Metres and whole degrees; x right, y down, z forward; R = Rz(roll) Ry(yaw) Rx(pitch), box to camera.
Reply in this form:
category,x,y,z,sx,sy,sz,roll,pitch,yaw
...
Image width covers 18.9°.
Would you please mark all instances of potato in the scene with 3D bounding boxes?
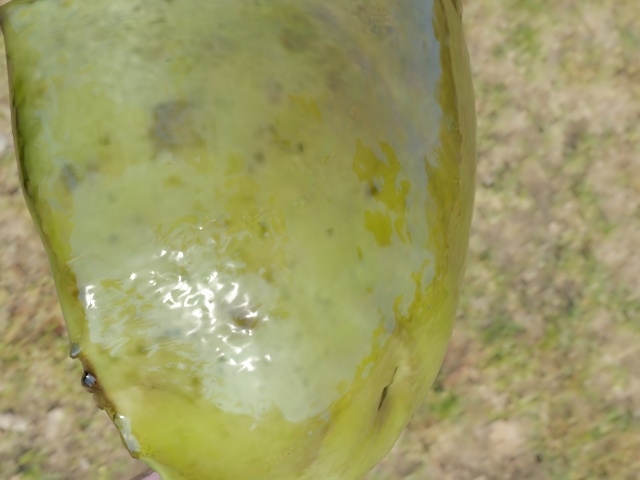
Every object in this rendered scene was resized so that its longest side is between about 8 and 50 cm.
category,x,y,z,sx,sy,sz,roll,pitch,yaw
potato,0.000,0.000,1.031,0.330,0.212,0.280,26,48,-72

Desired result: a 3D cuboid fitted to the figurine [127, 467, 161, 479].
category,x,y,z,sx,sy,sz,roll,pitch,yaw
figurine,-0.184,0.291,1.241,0.211,0.361,0.253,-112,180,-49
